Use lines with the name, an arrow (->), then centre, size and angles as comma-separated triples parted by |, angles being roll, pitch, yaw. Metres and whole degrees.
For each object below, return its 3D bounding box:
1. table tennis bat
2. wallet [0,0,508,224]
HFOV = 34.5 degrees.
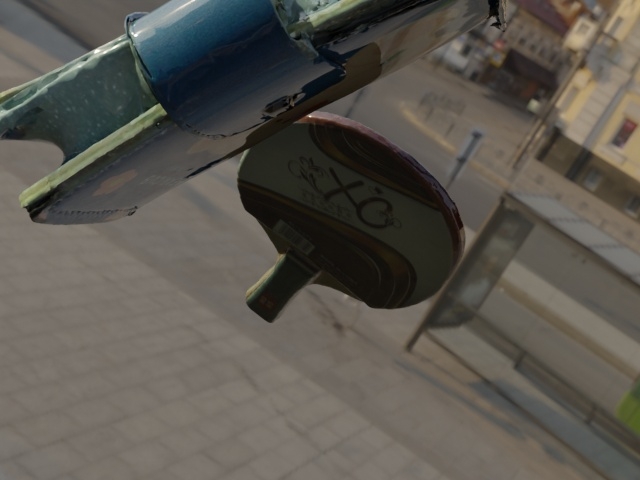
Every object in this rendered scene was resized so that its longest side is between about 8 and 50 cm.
table tennis bat -> 0.000, 0.000, 0.782 | 0.173, 0.022, 0.301 | 39, -31, -4
wallet -> -0.022, -0.074, 0.418 | 0.059, 0.202, 0.141 | 65, 11, 0
